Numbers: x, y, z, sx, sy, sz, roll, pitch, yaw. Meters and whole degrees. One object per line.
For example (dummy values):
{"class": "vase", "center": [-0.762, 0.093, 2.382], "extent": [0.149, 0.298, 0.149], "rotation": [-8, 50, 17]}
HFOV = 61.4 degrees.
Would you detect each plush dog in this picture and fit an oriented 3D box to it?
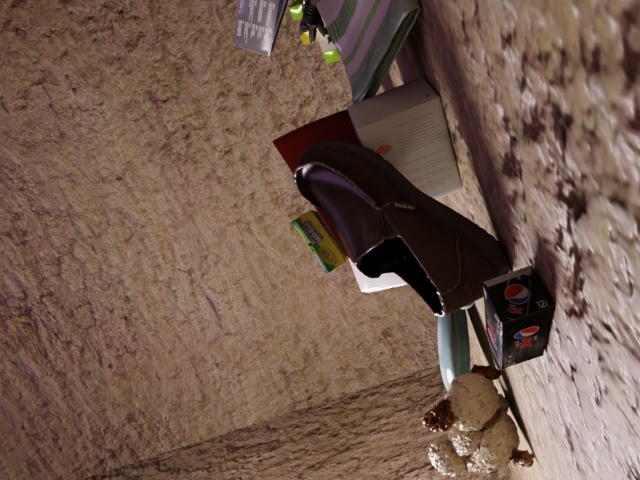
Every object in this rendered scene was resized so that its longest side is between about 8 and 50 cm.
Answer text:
{"class": "plush dog", "center": [0.371, 0.420, 1.270], "extent": [0.225, 0.262, 0.211], "rotation": [58, 157, -14]}

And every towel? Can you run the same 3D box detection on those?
{"class": "towel", "center": [0.041, -0.398, 0.815], "extent": [0.248, 0.038, 0.324], "rotation": [124, 130, -68]}

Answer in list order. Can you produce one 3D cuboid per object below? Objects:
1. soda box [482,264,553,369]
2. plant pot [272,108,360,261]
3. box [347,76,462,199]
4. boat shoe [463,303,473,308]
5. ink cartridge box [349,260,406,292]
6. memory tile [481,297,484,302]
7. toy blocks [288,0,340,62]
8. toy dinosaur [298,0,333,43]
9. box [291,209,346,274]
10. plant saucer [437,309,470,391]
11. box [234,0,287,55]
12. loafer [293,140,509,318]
{"class": "soda box", "center": [0.229, 0.096, 0.634], "extent": [0.169, 0.060, 0.053], "rotation": [60, -169, -57]}
{"class": "plant pot", "center": [0.099, -0.125, 1.072], "extent": [0.267, 0.236, 0.267], "rotation": [57, -175, 10]}
{"class": "box", "center": [0.134, -0.146, 0.855], "extent": [0.091, 0.130, 0.170], "rotation": [-102, -10, -55]}
{"class": "boat shoe", "center": [0.308, 0.068, 1.259], "extent": [0.183, 0.066, 0.066], "rotation": [63, 178, 29]}
{"class": "ink cartridge box", "center": [0.178, -0.088, 1.559], "extent": [0.285, 0.166, 0.394], "rotation": [-33, -75, -52]}
{"class": "memory tile", "center": [0.300, 0.060, 1.060], "extent": [0.148, 0.012, 0.113], "rotation": [-80, -31, -76]}
{"class": "toy blocks", "center": [0.005, -0.807, 1.717], "extent": [0.381, 0.191, 0.260], "rotation": [59, -155, -55]}
{"class": "toy dinosaur", "center": [0.053, -0.474, 1.006], "extent": [0.218, 0.164, 0.321], "rotation": [-162, 75, -82]}
{"class": "box", "center": [0.000, 0.000, 0.917], "extent": [0.105, 0.043, 0.179], "rotation": [56, -174, -1]}
{"class": "plant saucer", "center": [0.362, 0.281, 1.461], "extent": [0.318, 0.044, 0.317], "rotation": [-5, -90, -67]}
{"class": "box", "center": [-0.077, -0.523, 0.932], "extent": [0.307, 0.077, 0.242], "rotation": [113, 170, -59]}
{"class": "loafer", "center": [0.082, -0.023, 0.771], "extent": [0.366, 0.130, 0.133], "rotation": [34, 153, 30]}
